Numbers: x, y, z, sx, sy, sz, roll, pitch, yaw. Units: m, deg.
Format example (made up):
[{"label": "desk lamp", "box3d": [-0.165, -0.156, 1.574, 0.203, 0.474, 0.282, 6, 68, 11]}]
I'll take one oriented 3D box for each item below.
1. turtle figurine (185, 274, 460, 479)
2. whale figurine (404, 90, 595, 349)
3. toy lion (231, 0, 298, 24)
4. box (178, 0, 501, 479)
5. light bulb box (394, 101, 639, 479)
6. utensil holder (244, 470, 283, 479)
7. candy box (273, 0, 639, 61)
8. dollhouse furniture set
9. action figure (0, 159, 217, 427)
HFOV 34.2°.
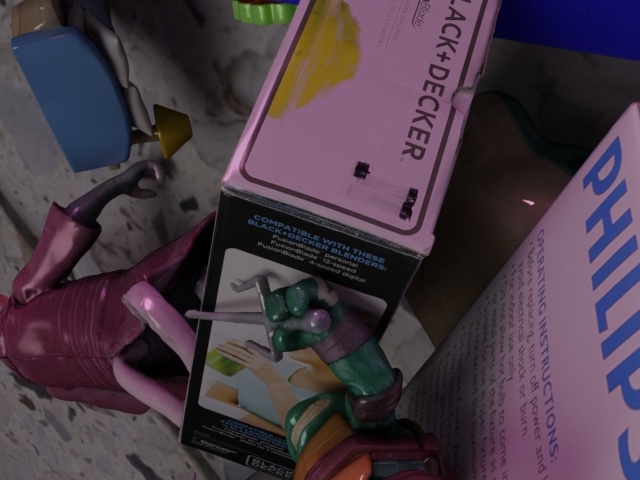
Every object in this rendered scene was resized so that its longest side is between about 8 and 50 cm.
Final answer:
[{"label": "turtle figurine", "box3d": [0.001, 0.104, 0.431, 0.234, 0.118, 0.175, -135, 56, -71]}, {"label": "whale figurine", "box3d": [0.122, -0.004, 0.684, 0.272, 0.141, 0.216, 43, 144, 48]}, {"label": "toy lion", "box3d": [-0.006, -0.164, 0.704, 0.100, 0.096, 0.034, 12, 120, 35]}, {"label": "box", "box3d": [0.000, 0.000, 0.557, 0.087, 0.169, 0.290, 20, 149, 0]}, {"label": "light bulb box", "box3d": [0.214, 0.179, 0.508, 0.358, 0.225, 0.361, 19, 134, -14]}, {"label": "utensil holder", "box3d": [-0.060, 0.397, 0.858, 0.328, 0.385, 0.327, 21, 126, 32]}, {"label": "candy box", "box3d": [0.077, -0.242, 0.504, 0.317, 0.122, 0.268, 13, 122, 10]}, {"label": "dollhouse furniture set", "box3d": [-0.137, -0.253, 0.783, 0.303, 0.198, 0.286, 80, 177, -53]}, {"label": "action figure", "box3d": [-0.161, 0.089, 0.871, 0.370, 0.275, 0.248, -7, 114, 29]}]
